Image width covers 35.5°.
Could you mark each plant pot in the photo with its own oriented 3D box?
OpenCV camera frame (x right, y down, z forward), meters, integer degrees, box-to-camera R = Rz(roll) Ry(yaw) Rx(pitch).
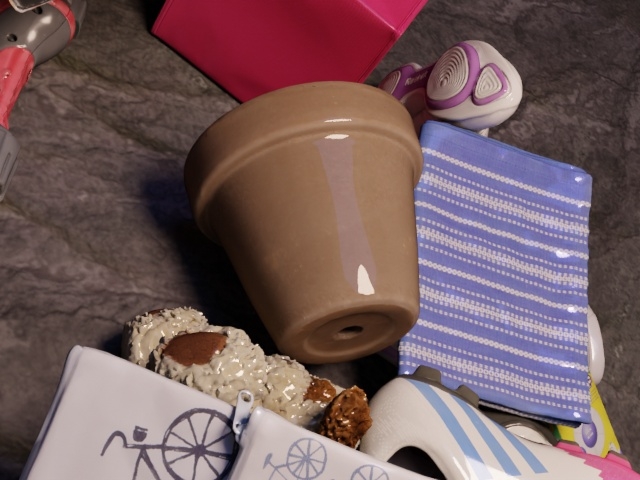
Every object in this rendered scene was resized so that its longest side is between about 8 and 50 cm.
[{"bbox_3d":[0.000,0.000,1.056,0.263,0.263,0.229,4,56,-31],"label":"plant pot"}]

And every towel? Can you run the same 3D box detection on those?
[{"bbox_3d":[0.210,0.030,1.149,0.243,0.040,0.335,17,60,-17],"label":"towel"}]

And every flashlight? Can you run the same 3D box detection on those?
[{"bbox_3d":[-0.333,-0.171,1.077,0.103,0.103,0.304,17,50,-16],"label":"flashlight"}]

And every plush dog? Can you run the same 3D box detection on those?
[{"bbox_3d":[-0.068,0.177,0.950,0.226,0.262,0.210,4,90,-20],"label":"plush dog"}]

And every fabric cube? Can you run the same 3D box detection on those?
[{"bbox_3d":[-0.013,-0.325,1.288,0.258,0.254,0.259,38,46,-4],"label":"fabric cube"}]

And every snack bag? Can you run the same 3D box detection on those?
[{"bbox_3d":[-0.104,0.273,0.765,0.343,0.037,0.323,23,86,8],"label":"snack bag"}]

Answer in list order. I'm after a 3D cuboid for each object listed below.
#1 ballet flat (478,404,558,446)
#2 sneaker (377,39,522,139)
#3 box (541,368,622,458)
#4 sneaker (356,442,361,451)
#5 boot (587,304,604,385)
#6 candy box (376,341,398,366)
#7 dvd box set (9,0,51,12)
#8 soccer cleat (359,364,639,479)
[{"bbox_3d":[0.252,0.275,1.104,0.095,0.096,0.280,-42,97,-6],"label":"ballet flat"},{"bbox_3d":[0.189,-0.176,1.306,0.152,0.305,0.114,31,83,-22],"label":"sneaker"},{"bbox_3d":[0.306,0.227,1.209,0.105,0.043,0.179,-30,98,-42],"label":"box"},{"bbox_3d":[0.094,0.244,1.099,0.162,0.063,0.073,19,38,-32],"label":"sneaker"},{"bbox_3d":[0.273,0.080,1.314,0.124,0.095,0.258,-1,54,-22],"label":"boot"},{"bbox_3d":[0.181,0.093,1.197,0.165,0.070,0.196,36,71,-7],"label":"candy box"},{"bbox_3d":[-0.206,-0.413,1.136,0.308,0.062,0.420,-21,36,2],"label":"dvd box set"},{"bbox_3d":[0.189,0.252,0.980,0.331,0.116,0.143,25,55,7],"label":"soccer cleat"}]
